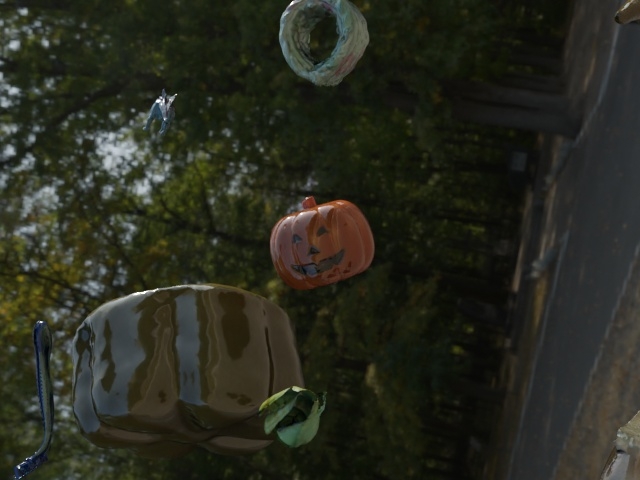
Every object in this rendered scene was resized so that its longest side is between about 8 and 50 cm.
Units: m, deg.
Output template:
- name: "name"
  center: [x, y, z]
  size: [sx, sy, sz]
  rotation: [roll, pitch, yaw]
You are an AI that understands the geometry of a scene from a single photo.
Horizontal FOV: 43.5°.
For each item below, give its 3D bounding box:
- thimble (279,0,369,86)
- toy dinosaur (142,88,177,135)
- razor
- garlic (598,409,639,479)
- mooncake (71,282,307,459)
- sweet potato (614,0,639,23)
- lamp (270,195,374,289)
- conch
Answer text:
- name: "thimble"
  center: [0.008, -0.453, 1.829]
  size: [0.149, 0.185, 0.211]
  rotation: [-16, -72, -70]
- name: "toy dinosaur"
  center: [-0.284, -0.230, 1.438]
  size: [0.080, 0.045, 0.197]
  rotation: [-69, 19, 8]
- name: "razor"
  center: [-0.558, 0.319, 1.609]
  size: [0.093, 0.056, 0.324]
  rotation: [-27, -53, -71]
- name: "garlic"
  center: [0.435, 0.402, 1.174]
  size: [0.148, 0.128, 0.266]
  rotation: [-22, -41, -37]
- name: "mooncake"
  center: [-0.263, 0.283, 1.613]
  size: [0.467, 0.467, 0.262]
  rotation: [74, -172, -63]
- name: "sweet potato"
  center: [0.503, -0.354, 1.204]
  size: [0.249, 0.059, 0.069]
  rotation: [-33, -42, -33]
- name: "lamp"
  center: [0.000, 0.000, 1.446]
  size: [0.187, 0.188, 0.163]
  rotation: [-26, -79, -74]
- name: "conch"
  center: [-0.048, 0.269, 1.263]
  size: [0.170, 0.106, 0.079]
  rotation: [109, 166, -55]
